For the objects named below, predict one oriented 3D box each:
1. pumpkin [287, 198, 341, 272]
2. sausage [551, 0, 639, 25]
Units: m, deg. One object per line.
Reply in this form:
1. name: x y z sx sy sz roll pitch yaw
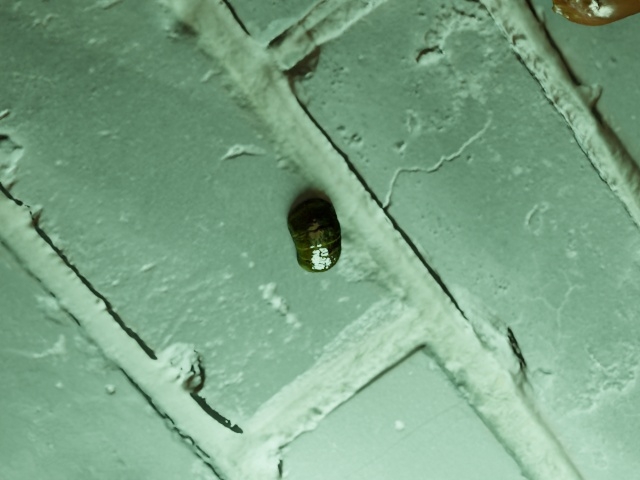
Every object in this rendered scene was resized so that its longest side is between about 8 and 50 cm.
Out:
1. pumpkin: 0.000 0.001 1.834 0.050 0.028 0.083 -22 125 -10
2. sausage: 0.358 -0.312 1.758 0.330 0.102 0.102 -36 122 2
